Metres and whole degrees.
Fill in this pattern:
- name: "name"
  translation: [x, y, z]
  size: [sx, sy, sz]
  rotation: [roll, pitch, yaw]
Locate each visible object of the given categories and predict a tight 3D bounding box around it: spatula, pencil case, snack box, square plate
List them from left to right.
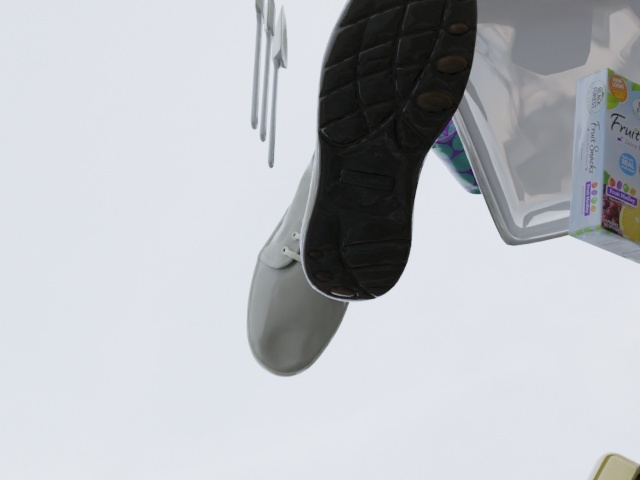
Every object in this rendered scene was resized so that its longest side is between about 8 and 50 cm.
- name: "spatula"
  translation: [-0.065, -0.225, 1.294]
  size: [0.019, 0.242, 0.168]
  rotation: [-1, -20, 6]
- name: "pencil case"
  translation: [0.199, -0.127, 1.395]
  size: [0.070, 0.064, 0.151]
  rotation: [-31, -41, 18]
- name: "square plate"
  translation: [0.276, -0.158, 1.045]
  size: [0.347, 0.344, 0.049]
  rotation: [-10, -29, -18]
- name: "snack box"
  translation: [0.257, -0.060, 0.836]
  size: [0.100, 0.037, 0.141]
  rotation: [19, -111, -32]

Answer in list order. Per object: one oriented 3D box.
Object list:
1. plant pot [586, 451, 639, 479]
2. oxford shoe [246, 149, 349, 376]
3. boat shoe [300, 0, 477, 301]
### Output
- name: "plant pot"
  translation: [0.252, 0.219, 0.815]
  size: [0.081, 0.083, 0.081]
  rotation: [27, -88, -14]
- name: "oxford shoe"
  translation: [0.000, 0.000, 1.585]
  size: [0.169, 0.130, 0.449]
  rotation: [24, -94, 1]
- name: "boat shoe"
  translation: [0.048, -0.107, 0.890]
  size: [0.122, 0.120, 0.324]
  rotation: [14, -66, -5]
